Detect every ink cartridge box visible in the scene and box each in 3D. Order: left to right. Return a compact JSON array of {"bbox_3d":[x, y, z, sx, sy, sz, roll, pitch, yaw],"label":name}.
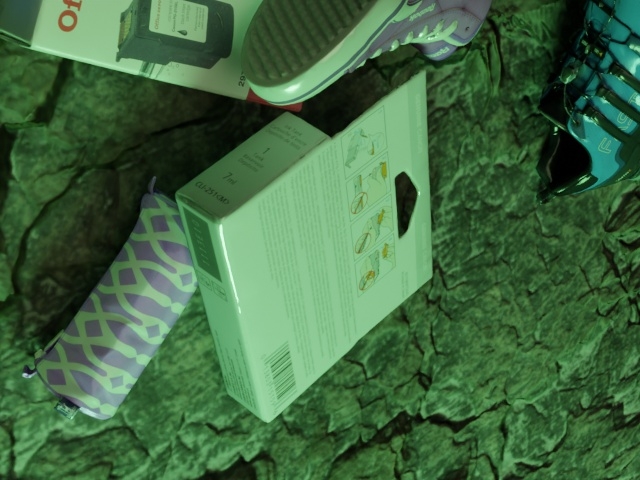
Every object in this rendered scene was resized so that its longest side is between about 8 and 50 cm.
[{"bbox_3d":[-0.115,-0.213,0.859,0.237,0.100,0.172,9,101,-33],"label":"ink cartridge box"},{"bbox_3d":[0.000,0.000,0.971,0.239,0.060,0.275,-40,144,-27],"label":"ink cartridge box"}]

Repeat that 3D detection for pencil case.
[{"bbox_3d":[-0.165,0.054,0.933,0.088,0.086,0.206,35,85,-6],"label":"pencil case"}]

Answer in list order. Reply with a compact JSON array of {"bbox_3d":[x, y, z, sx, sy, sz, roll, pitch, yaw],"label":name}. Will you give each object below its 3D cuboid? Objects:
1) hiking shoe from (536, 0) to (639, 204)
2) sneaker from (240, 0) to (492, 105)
[{"bbox_3d":[0.284,-0.160,1.076,0.132,0.113,0.304,-24,135,-15],"label":"hiking shoe"},{"bbox_3d":[0.060,-0.176,0.873,0.282,0.102,0.161,-49,140,-20],"label":"sneaker"}]
